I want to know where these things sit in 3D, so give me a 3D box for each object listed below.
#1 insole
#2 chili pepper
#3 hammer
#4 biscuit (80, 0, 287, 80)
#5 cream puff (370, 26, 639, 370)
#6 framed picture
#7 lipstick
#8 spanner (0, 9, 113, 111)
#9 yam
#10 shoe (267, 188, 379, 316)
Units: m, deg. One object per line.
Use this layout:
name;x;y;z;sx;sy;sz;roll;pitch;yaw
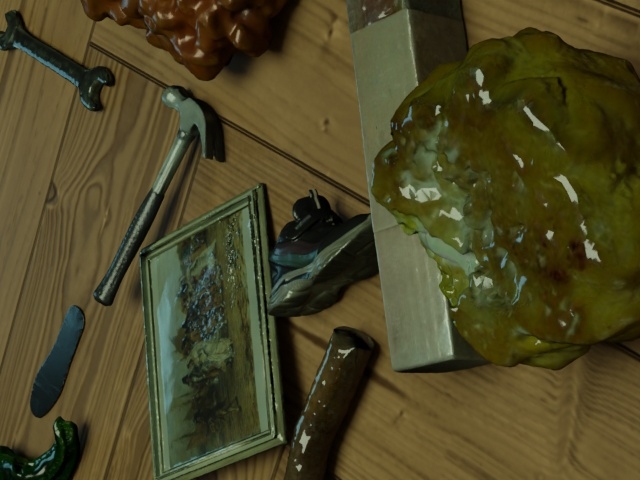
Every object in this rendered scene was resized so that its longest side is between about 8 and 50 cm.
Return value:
insole;-0.303;0.141;1.932;0.053;0.002;0.153;43;118;41
chili pepper;-0.330;0.255;1.918;0.182;0.050;0.073;-23;64;42
hammer;-0.175;-0.034;1.769;0.103;0.029;0.246;39;108;41
biscuit;-0.130;-0.338;1.704;0.312;0.110;0.318;37;114;42
cream puff;0.177;-0.036;1.298;0.282;0.185;0.282;26;127;41
framed picture;-0.116;0.100;1.696;0.217;0.017;0.274;-29;59;43
lipstick;0.089;-0.073;1.463;0.079;0.076;0.372;-17;74;44
spanner;-0.315;-0.212;1.965;0.254;0.015;0.054;33;111;44
yam;-0.021;0.235;1.584;0.045;0.045;0.327;23;107;11
shoe;0.000;0.000;1.564;0.169;0.071;0.099;-40;56;42
